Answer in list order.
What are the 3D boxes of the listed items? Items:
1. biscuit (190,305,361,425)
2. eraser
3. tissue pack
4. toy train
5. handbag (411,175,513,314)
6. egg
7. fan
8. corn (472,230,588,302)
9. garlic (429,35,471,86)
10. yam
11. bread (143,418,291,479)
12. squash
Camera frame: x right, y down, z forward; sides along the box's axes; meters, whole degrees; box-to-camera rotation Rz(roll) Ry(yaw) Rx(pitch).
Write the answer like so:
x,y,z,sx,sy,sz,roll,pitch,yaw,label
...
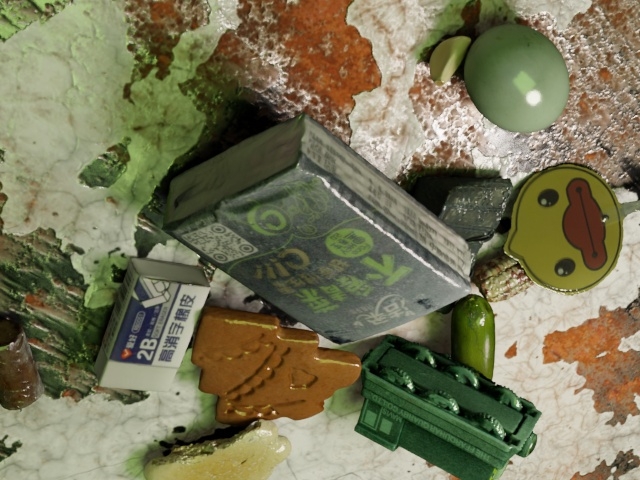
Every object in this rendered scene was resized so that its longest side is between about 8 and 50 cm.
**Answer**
x,y,z,sx,sy,sz,roll,pitch,yaw,label
-0.100,0.207,1.784,0.284,0.043,0.306,-25,130,23,biscuit
-0.267,0.136,1.717,0.125,0.068,0.210,9,116,-30,eraser
0.000,0.000,1.635,0.288,0.124,0.394,-24,135,37,tissue pack
0.208,0.302,1.887,0.138,0.330,0.178,-41,152,-51,toy train
0.209,0.003,1.830,0.175,0.088,0.270,9,116,-35,handbag
0.300,-0.244,1.665,0.149,0.149,0.192,-43,127,7,egg
0.465,-0.029,1.895,0.335,0.011,0.229,-17,99,-13,fan
0.376,0.032,1.918,0.237,0.079,0.079,-29,127,-9,corn
0.193,-0.273,1.662,0.041,0.053,0.083,29,89,-33,garlic
-0.472,0.188,1.660,0.079,0.079,0.141,-16,126,-13,yam
-0.170,0.397,1.906,0.251,0.039,0.181,-20,137,4,bread
0.270,0.220,1.966,0.087,0.087,0.331,-16,137,-13,squash
